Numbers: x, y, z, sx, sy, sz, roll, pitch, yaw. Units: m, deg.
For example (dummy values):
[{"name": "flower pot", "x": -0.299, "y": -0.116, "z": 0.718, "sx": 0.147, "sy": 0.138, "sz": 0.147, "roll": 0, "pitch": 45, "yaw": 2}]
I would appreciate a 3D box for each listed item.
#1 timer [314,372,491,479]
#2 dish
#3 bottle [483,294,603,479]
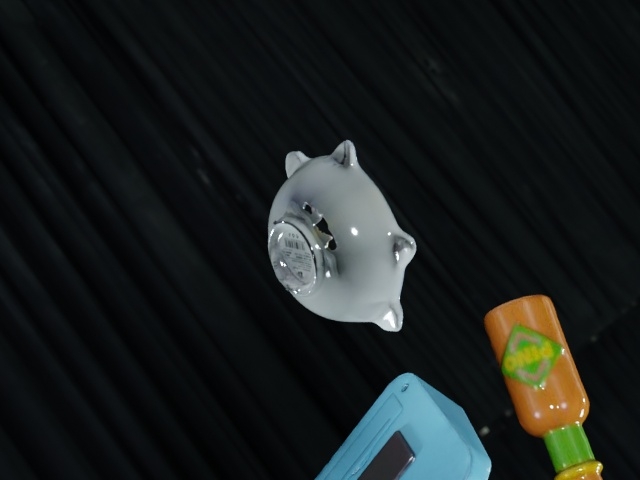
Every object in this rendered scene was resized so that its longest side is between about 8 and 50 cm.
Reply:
[{"name": "timer", "x": 0.092, "y": 0.294, "z": 1.445, "sx": 0.232, "sy": 0.091, "sz": 0.250, "roll": -52, "pitch": -160, "yaw": 7}, {"name": "dish", "x": 0.000, "y": 0.000, "z": 1.488, "sx": 0.086, "sy": 0.236, "sz": 0.227, "roll": -21, "pitch": 138, "yaw": -35}, {"name": "bottle", "x": 0.206, "y": 0.143, "z": 1.152, "sx": 0.069, "sy": 0.187, "sz": 0.069, "roll": -16, "pitch": 158, "yaw": -7}]
